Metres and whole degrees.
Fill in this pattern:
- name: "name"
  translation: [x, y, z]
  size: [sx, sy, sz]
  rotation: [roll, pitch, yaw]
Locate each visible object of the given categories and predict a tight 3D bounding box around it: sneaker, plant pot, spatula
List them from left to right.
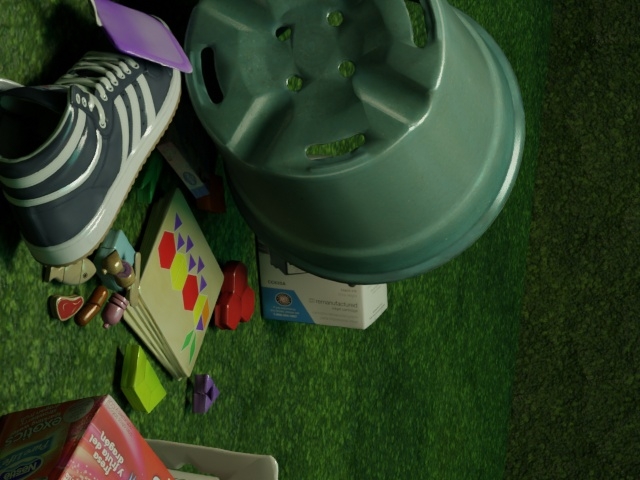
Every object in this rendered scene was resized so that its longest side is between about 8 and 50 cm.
- name: "spatula"
  translation: [-0.218, -0.225, 1.478]
  size: [0.296, 0.030, 0.084]
  rotation: [35, 20, -50]
- name: "sneaker"
  translation: [-0.211, -0.131, 1.518]
  size: [0.153, 0.099, 0.282]
  rotation: [67, 34, -49]
- name: "plant pot"
  translation: [0.023, -0.147, 1.732]
  size: [0.334, 0.341, 0.341]
  rotation: [41, 56, -75]

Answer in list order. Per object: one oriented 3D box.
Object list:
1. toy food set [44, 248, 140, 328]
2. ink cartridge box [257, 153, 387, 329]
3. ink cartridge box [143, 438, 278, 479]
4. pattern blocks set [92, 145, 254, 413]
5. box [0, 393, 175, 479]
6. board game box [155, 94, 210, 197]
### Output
- name: "toy food set"
  translation: [-0.211, 0.049, 1.617]
  size: [0.122, 0.019, 0.078]
  rotation: [-14, 115, -49]
- name: "ink cartridge box"
  translation: [0.000, 0.000, 2.048]
  size: [0.082, 0.140, 0.190]
  rotation: [-44, 134, -58]
- name: "ink cartridge box"
  translation: [-0.105, 0.358, 1.742]
  size: [0.119, 0.207, 0.353]
  rotation: [-27, 120, -63]
- name: "pattern blocks set"
  translation: [-0.154, 0.051, 1.806]
  size: [0.325, 0.026, 0.285]
  rotation: [74, 28, -44]
- name: "box"
  translation: [-0.189, 0.272, 1.508]
  size: [0.257, 0.128, 0.122]
  rotation: [57, 38, -28]
- name: "board game box"
  translation: [-0.142, -0.105, 1.758]
  size: [0.090, 0.020, 0.090]
  rotation: [53, 24, -46]
